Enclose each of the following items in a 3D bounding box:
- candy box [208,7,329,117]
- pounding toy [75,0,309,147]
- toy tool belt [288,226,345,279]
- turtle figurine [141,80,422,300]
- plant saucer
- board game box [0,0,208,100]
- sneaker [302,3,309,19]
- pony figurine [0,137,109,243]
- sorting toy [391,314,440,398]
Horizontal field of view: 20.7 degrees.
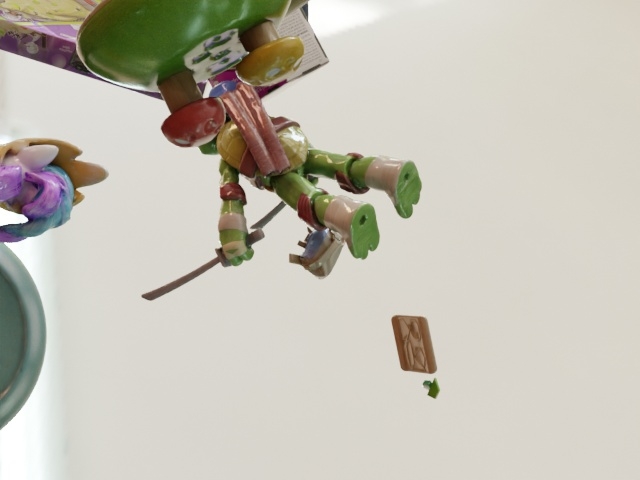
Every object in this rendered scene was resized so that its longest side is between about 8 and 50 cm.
[{"bbox_3d":[-0.104,-0.277,2.052,0.159,0.071,0.233,-24,-86,58],"label":"candy box"},{"bbox_3d":[-0.062,-0.146,1.335,0.183,0.237,0.110,-35,-102,43],"label":"pounding toy"},{"bbox_3d":[0.000,0.000,1.997,0.083,0.051,0.052,-64,-170,-21],"label":"toy tool belt"},{"bbox_3d":[-0.029,-0.036,2.014,0.266,0.198,0.275,18,-79,32],"label":"turtle figurine"},{"bbox_3d":[-0.503,0.123,2.270,0.043,0.317,0.318,-7,-108,65],"label":"plant saucer"},{"bbox_3d":[-0.299,-0.273,2.241,0.208,0.346,0.056,-78,-174,-66],"label":"board game box"},{"bbox_3d":[-0.121,-0.389,2.610,0.086,0.226,0.163,-87,-175,-53],"label":"sneaker"},{"bbox_3d":[-0.408,-0.061,1.478,0.363,0.351,0.303,4,-86,30],"label":"pony figurine"},{"bbox_3d":[0.095,0.112,1.689,0.062,0.012,0.083,-4,-81,63],"label":"sorting toy"}]
